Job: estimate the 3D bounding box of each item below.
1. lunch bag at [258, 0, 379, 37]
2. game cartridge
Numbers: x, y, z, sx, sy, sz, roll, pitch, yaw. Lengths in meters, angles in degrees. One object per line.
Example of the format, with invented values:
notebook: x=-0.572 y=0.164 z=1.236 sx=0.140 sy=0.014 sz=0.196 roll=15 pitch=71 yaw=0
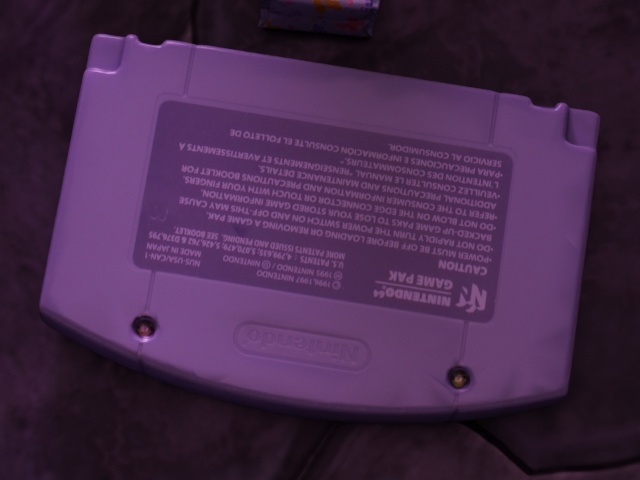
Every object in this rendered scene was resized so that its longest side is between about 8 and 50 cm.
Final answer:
lunch bag: x=0.001 y=-0.166 z=1.015 sx=0.071 sy=0.053 sz=0.083 roll=6 pitch=68 yaw=-2
game cartridge: x=0.000 y=0.000 z=0.976 sx=0.294 sy=0.060 sz=0.196 roll=9 pitch=73 yaw=0
